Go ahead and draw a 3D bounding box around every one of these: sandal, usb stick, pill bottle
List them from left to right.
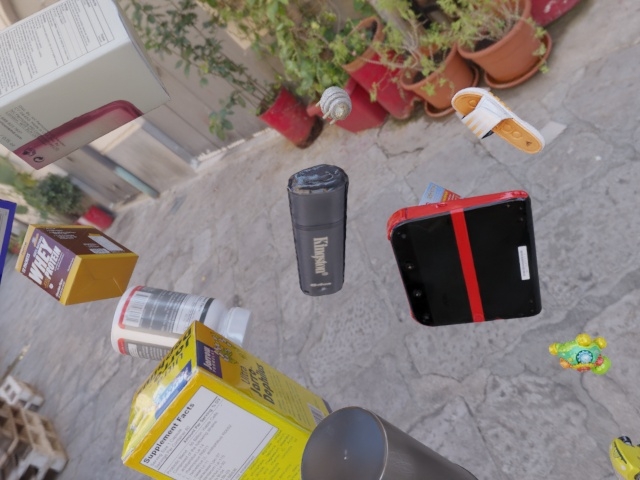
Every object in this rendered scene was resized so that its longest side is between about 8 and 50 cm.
[{"bbox_3d":[-0.307,0.203,1.069,0.161,0.283,0.161,-170,90,-90],"label":"pill bottle"},{"bbox_3d":[0.000,0.000,0.660,0.077,0.278,0.045,-13,56,-7],"label":"usb stick"},{"bbox_3d":[0.450,-0.292,1.194,0.076,0.265,0.102,-54,-5,-24],"label":"sandal"}]

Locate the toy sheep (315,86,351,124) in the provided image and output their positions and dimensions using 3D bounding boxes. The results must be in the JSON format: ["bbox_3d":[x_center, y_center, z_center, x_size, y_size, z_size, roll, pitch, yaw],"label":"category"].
[{"bbox_3d":[0.038,-0.368,1.255,0.091,0.091,0.132,-40,53,18],"label":"toy sheep"}]

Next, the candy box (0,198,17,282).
[{"bbox_3d":[-0.522,0.058,0.468,0.122,0.317,0.268,146,134,-83],"label":"candy box"}]

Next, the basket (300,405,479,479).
[{"bbox_3d":[0.091,0.330,0.624,0.204,0.227,0.154,-19,39,31],"label":"basket"}]

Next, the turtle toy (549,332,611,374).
[{"bbox_3d":[0.564,0.248,0.994,0.095,0.130,0.066,-46,36,50],"label":"turtle toy"}]

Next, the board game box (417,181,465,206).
[{"bbox_3d":[0.437,-0.046,1.424,0.086,0.302,0.308,-68,-10,25],"label":"board game box"}]

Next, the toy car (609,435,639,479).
[{"bbox_3d":[0.539,0.360,0.720,0.053,0.239,0.225,-56,-15,28],"label":"toy car"}]

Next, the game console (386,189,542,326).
[{"bbox_3d":[0.368,0.064,1.192,0.341,0.387,0.060,-11,33,18],"label":"game console"}]

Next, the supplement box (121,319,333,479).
[{"bbox_3d":[-0.144,0.345,0.862,0.194,0.356,0.195,-51,22,1],"label":"supplement box"}]

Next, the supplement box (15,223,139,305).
[{"bbox_3d":[-0.633,0.057,1.221,0.194,0.191,0.129,28,100,19],"label":"supplement box"}]

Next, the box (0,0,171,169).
[{"bbox_3d":[-0.366,-0.236,0.677,0.232,0.127,0.149,-28,65,-3],"label":"box"}]
